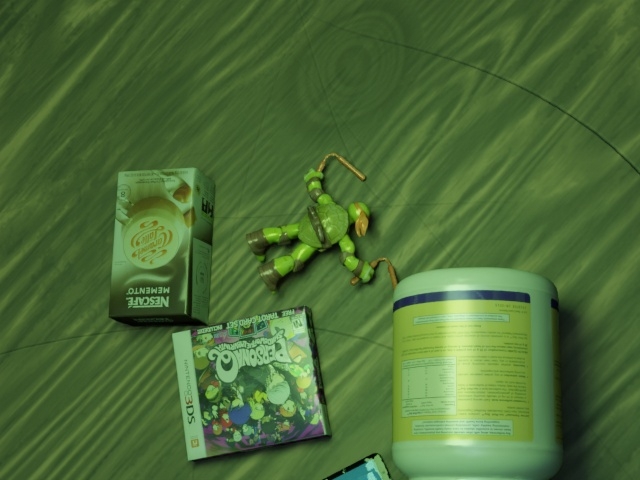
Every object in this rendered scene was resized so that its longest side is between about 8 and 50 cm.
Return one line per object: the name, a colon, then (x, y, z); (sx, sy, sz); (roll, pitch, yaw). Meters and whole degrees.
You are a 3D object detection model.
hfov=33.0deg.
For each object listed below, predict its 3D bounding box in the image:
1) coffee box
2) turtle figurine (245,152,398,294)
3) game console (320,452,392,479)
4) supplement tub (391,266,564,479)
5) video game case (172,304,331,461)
coffee box: (-0.259, 0.013, 1.784); (0.141, 0.098, 0.247); (-3, 75, 14)
turtle figurine: (0.000, 0.000, 1.728); (0.217, 0.087, 0.270); (-27, 71, 6)
game console: (0.053, 0.392, 1.626); (0.122, 0.107, 0.071); (-29, 99, 6)
supplement tub: (0.221, 0.220, 1.536); (0.240, 0.241, 0.332); (-2, 76, 14)
video game case: (-0.113, 0.228, 1.723); (0.232, 0.042, 0.210); (-12, 75, 11)
